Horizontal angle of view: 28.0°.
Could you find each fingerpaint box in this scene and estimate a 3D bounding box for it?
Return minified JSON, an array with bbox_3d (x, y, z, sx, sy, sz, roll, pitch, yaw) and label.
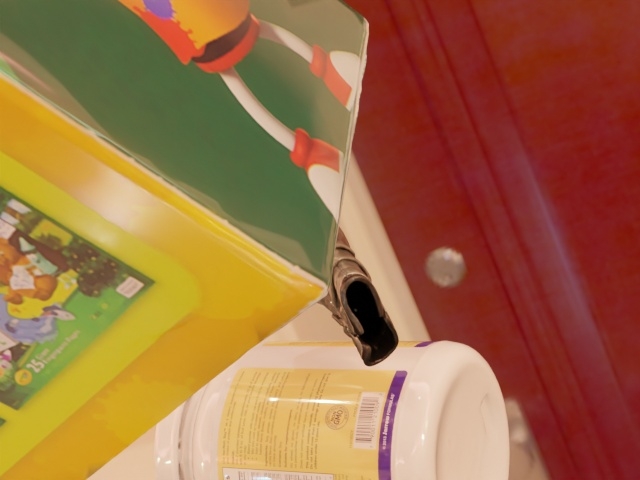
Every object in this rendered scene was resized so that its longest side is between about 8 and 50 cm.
[{"bbox_3d":[-0.266,-0.018,0.497,0.445,0.371,0.163,-41,26,36],"label":"fingerpaint box"}]

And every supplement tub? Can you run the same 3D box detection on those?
[{"bbox_3d":[0.013,0.227,1.389,0.331,0.241,0.241,-2,22,30],"label":"supplement tub"}]

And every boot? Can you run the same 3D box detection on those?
[{"bbox_3d":[0.000,0.000,1.201,0.083,0.246,0.161,-36,42,-7],"label":"boot"}]
